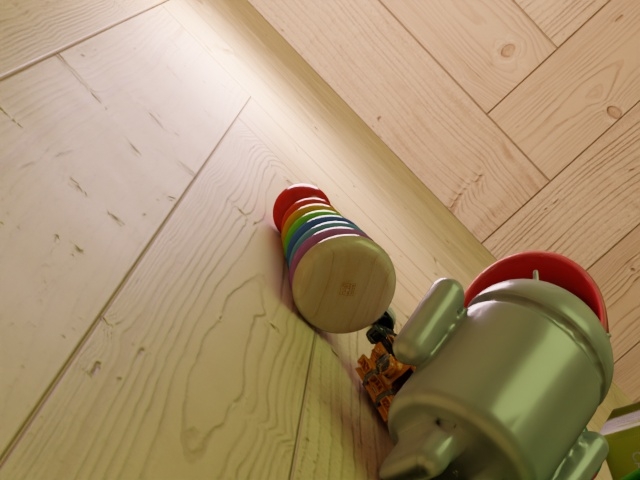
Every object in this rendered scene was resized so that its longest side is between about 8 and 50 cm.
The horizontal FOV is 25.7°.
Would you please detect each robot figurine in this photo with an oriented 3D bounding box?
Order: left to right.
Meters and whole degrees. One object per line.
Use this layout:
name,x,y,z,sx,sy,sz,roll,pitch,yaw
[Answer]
robot figurine,0.154,0.228,1.864,0.291,0.085,0.211,38,14,-41
robot figurine,0.216,0.183,1.662,0.300,0.200,0.353,49,56,-7

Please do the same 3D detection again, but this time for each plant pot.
plant pot,0.397,0.188,2.487,0.275,0.275,0.243,54,4,32

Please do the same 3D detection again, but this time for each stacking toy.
stacking toy,0.000,0.000,1.981,0.141,0.141,0.330,42,9,-25

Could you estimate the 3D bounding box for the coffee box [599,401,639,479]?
coffee box,0.663,0.399,2.241,0.334,0.338,0.338,-4,75,-74

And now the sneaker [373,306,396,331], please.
sneaker,0.082,0.102,2.137,0.098,0.038,0.069,44,11,-13

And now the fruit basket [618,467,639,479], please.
fruit basket,0.289,0.372,1.410,0.283,0.392,0.392,52,12,8

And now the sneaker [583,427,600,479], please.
sneaker,0.334,0.303,2.177,0.178,0.124,0.295,60,-14,-27
